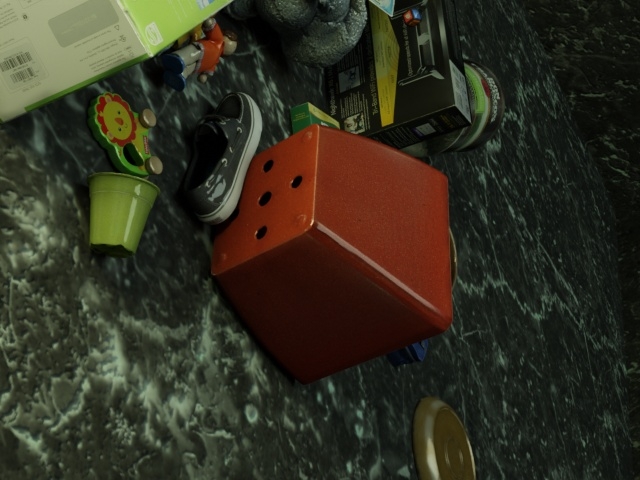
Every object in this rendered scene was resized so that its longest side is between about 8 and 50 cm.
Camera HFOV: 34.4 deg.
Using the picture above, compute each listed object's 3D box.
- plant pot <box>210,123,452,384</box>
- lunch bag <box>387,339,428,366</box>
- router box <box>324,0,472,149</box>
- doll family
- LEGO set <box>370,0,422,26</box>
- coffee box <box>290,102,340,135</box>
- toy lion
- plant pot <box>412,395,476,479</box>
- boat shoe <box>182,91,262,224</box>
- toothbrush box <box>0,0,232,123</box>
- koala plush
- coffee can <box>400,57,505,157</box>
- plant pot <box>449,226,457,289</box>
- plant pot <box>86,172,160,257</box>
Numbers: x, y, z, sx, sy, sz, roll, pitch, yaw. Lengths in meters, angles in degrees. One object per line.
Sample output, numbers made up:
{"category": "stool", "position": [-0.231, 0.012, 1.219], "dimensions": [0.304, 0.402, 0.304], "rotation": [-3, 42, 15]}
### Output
{"category": "plant pot", "position": [0.000, 0.000, 1.413], "dimensions": [0.236, 0.267, 0.267], "rotation": [36, 43, -36]}
{"category": "lunch bag", "position": [0.145, 0.164, 1.796], "dimensions": [0.098, 0.065, 0.067], "rotation": [61, 28, -25]}
{"category": "router box", "position": [0.130, -0.315, 1.859], "dimensions": [0.081, 0.243, 0.309], "rotation": [35, 45, -52]}
{"category": "doll family", "position": [-0.167, -0.337, 1.360], "dimensions": [0.163, 0.118, 0.263], "rotation": [-45, 158, -46]}
{"category": "LEGO set", "position": [0.059, -0.427, 1.603], "dimensions": [0.244, 0.060, 0.182], "rotation": [30, 49, -27]}
{"category": "coffee box", "position": [0.002, -0.126, 1.716], "dimensions": [0.113, 0.040, 0.184], "rotation": [26, 52, -57]}
{"category": "toy lion", "position": [-0.239, -0.127, 1.246], "dimensions": [0.096, 0.034, 0.100], "rotation": [9, 67, -55]}
{"category": "plant pot", "position": [0.230, 0.394, 1.867], "dimensions": [0.236, 0.032, 0.236], "rotation": [43, 38, -48]}
{"category": "boat shoe", "position": [-0.141, -0.128, 1.398], "dimensions": [0.076, 0.080, 0.228], "rotation": [51, 40, -41]}
{"category": "toothbrush box", "position": [-0.231, -0.258, 1.133], "dimensions": [0.122, 0.206, 0.283], "rotation": [63, 26, -19]}
{"category": "koala plush", "position": [-0.036, -0.382, 1.637], "dimensions": [0.221, 0.196, 0.203], "rotation": [-5, 89, -68]}
{"category": "coffee can", "position": [0.244, -0.275, 2.113], "dimensions": [0.275, 0.201, 0.201], "rotation": [-17, 90, -64]}
{"category": "plant pot", "position": [0.112, 0.027, 1.682], "dimensions": [0.167, 0.165, 0.167], "rotation": [25, 59, -49]}
{"category": "plant pot", "position": [-0.226, -0.024, 1.159], "dimensions": [0.083, 0.083, 0.079], "rotation": [33, 58, -54]}
